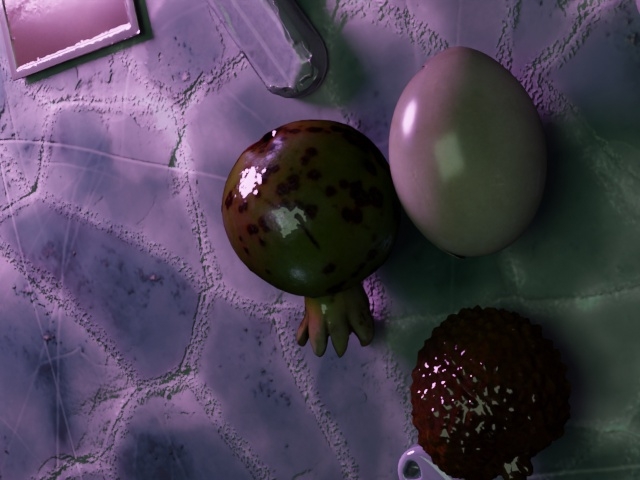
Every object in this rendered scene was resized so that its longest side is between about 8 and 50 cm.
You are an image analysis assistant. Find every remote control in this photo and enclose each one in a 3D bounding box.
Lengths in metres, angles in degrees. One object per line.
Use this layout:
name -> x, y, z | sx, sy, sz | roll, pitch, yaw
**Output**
remote control -> -0.081, -0.300, 1.928 | 0.104, 0.052, 0.247 | -43, 74, 31

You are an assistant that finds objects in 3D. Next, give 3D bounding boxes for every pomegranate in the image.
pomegranate -> -0.002, 0.001, 1.795 | 0.242, 0.242, 0.306 | -12, 91, 34

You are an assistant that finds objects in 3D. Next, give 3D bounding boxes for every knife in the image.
knife -> 0.233, 0.371, 1.795 | 0.331, 0.044, 0.080 | 35, 112, 23

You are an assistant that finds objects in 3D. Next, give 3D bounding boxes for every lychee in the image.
lychee -> 0.205, 0.195, 1.704 | 0.200, 0.200, 0.238 | -34, 62, 31

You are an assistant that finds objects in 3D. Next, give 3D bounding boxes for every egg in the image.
egg -> 0.174, -0.104, 1.693 | 0.186, 0.186, 0.253 | -3, 91, 34

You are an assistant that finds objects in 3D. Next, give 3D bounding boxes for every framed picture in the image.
framed picture -> -0.387, -0.375, 2.144 | 0.274, 0.017, 0.217 | -12, 88, 34

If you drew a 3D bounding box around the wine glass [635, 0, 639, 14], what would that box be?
wine glass -> 0.396, -0.284, 1.580 | 0.103, 0.103, 0.231 | -27, 76, 33
